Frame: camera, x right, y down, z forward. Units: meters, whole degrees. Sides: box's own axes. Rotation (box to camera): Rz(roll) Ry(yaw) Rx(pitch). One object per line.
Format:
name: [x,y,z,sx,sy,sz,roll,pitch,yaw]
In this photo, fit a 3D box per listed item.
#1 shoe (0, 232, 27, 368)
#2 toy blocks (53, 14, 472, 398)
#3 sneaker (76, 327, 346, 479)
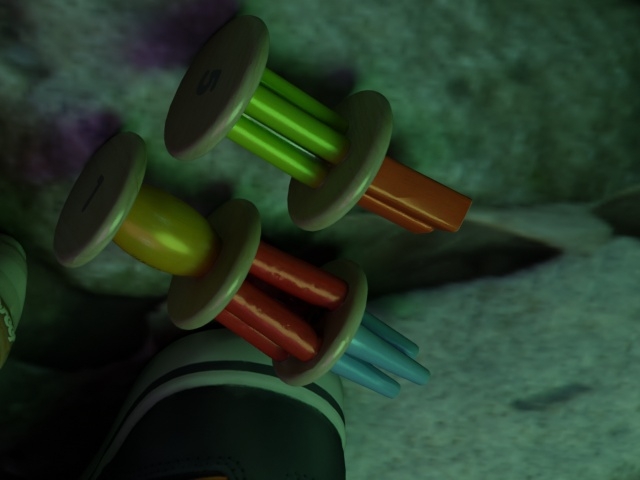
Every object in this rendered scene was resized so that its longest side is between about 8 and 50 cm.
shoe: [-0.214,0.030,0.612,0.219,0.058,0.076,-5,128,11]
toy blocks: [0.000,0.000,0.568,0.148,0.054,0.123,30,131,-26]
sneaker: [-0.079,0.178,0.717,0.126,0.127,0.321,12,138,-12]
